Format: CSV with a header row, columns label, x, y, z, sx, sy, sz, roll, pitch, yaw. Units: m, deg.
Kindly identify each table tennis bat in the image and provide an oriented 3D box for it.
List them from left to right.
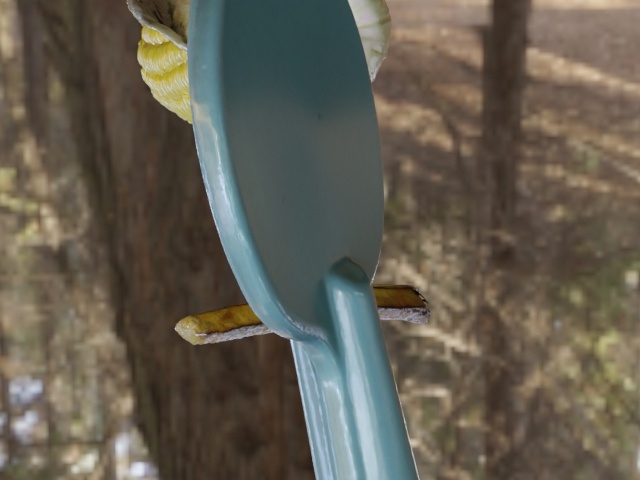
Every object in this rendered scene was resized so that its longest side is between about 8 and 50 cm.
label,x,y,z,sx,sy,sz,roll,pitch,yaw
table tennis bat,0.000,0.000,0.596,0.040,0.244,0.153,-7,-168,21

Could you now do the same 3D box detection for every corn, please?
label,x,y,z,sx,sy,sz,roll,pitch,yaw
corn,-0.047,-0.134,1.069,0.123,0.122,0.305,-34,-165,-13

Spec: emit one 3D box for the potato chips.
label,x,y,z,sx,sy,sz,roll,pitch,yaw
potato chips,-0.006,0.053,1.170,0.204,0.026,0.037,-5,144,-29
